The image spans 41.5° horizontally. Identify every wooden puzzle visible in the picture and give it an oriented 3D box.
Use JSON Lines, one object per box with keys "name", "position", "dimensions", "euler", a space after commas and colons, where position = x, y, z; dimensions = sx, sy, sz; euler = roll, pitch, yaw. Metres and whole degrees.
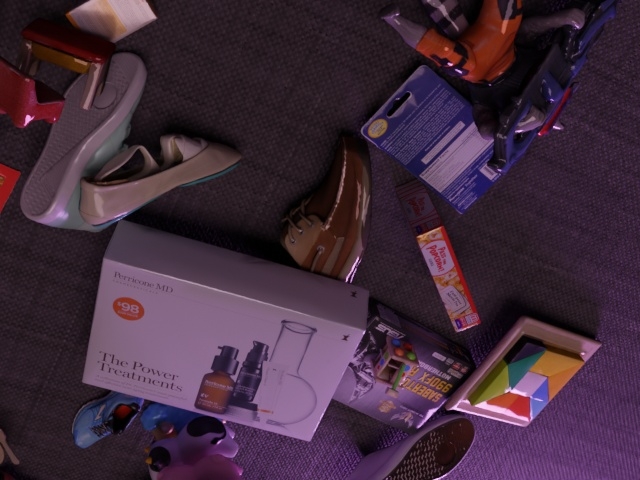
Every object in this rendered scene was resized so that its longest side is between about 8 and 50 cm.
{"name": "wooden puzzle", "position": [0.362, 0.240, 1.480], "dimensions": [0.238, 0.044, 0.221], "euler": [17, 119, -36]}

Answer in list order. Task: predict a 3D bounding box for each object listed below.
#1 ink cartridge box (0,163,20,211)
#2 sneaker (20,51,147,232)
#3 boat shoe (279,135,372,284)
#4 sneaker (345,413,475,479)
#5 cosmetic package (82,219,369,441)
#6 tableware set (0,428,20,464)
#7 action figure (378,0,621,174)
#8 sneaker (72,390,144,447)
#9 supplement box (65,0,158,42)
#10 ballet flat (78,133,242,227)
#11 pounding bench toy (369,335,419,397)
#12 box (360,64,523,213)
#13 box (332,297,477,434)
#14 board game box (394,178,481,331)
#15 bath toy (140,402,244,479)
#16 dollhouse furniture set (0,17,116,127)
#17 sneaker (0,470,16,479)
{"name": "ink cartridge box", "position": [-0.551, -0.034, 1.184], "dimensions": [0.181, 0.056, 0.225], "euler": [25, 117, -23]}
{"name": "sneaker", "position": [-0.294, -0.128, 1.162], "dimensions": [0.256, 0.094, 0.151], "euler": [-58, 155, 3]}
{"name": "boat shoe", "position": [0.000, 0.000, 1.258], "dimensions": [0.120, 0.122, 0.324], "euler": [7, 121, -8]}
{"name": "sneaker", "position": [0.148, 0.403, 1.565], "dimensions": [0.290, 0.123, 0.106], "euler": [-31, 108, -13]}
{"name": "cosmetic package", "position": [-0.150, 0.146, 1.272], "dimensions": [0.377, 0.097, 0.284], "euler": [16, 129, -7]}
{"name": "tableware set", "position": [-0.586, 0.299, 1.400], "dimensions": [0.128, 0.039, 0.194], "euler": [-12, 118, 12]}
{"name": "action figure", "position": [0.257, -0.281, 1.133], "dimensions": [0.341, 0.178, 0.330], "euler": [-50, 128, -11]}
{"name": "sneaker", "position": [-0.359, 0.299, 1.415], "dimensions": [0.162, 0.073, 0.063], "euler": [-41, 120, 16]}
{"name": "supplement box", "position": [-0.265, -0.291, 1.075], "dimensions": [0.098, 0.036, 0.062], "euler": [-26, 122, 8]}
{"name": "ballet flat", "position": [-0.213, -0.099, 1.133], "dimensions": [0.248, 0.086, 0.086], "euler": [-30, 130, -33]}
{"name": "pounding bench toy", "position": [0.124, 0.204, 1.361], "dimensions": [0.052, 0.083, 0.065], "euler": [21, 117, -20]}
{"name": "box", "position": [0.177, -0.150, 1.239], "dimensions": [0.225, 0.036, 0.136], "euler": [35, 111, -28]}
{"name": "box", "position": [0.124, 0.221, 1.456], "dimensions": [0.231, 0.056, 0.183], "euler": [30, 113, -25]}
{"name": "board game box", "position": [0.178, 0.021, 1.283], "dimensions": [0.045, 0.147, 0.193], "euler": [-23, 124, 6]}
{"name": "bath toy", "position": [-0.203, 0.372, 1.326], "dimensions": [0.129, 0.348, 0.151], "euler": [36, 95, -26]}
{"name": "dollhouse furniture set", "position": [-0.430, -0.257, 0.942], "dimensions": [0.374, 0.201, 0.152], "euler": [17, 119, -9]}
{"name": "sneaker", "position": [-0.597, 0.552, 1.513], "dimensions": [0.136, 0.116, 0.314], "euler": [32, 112, -27]}
